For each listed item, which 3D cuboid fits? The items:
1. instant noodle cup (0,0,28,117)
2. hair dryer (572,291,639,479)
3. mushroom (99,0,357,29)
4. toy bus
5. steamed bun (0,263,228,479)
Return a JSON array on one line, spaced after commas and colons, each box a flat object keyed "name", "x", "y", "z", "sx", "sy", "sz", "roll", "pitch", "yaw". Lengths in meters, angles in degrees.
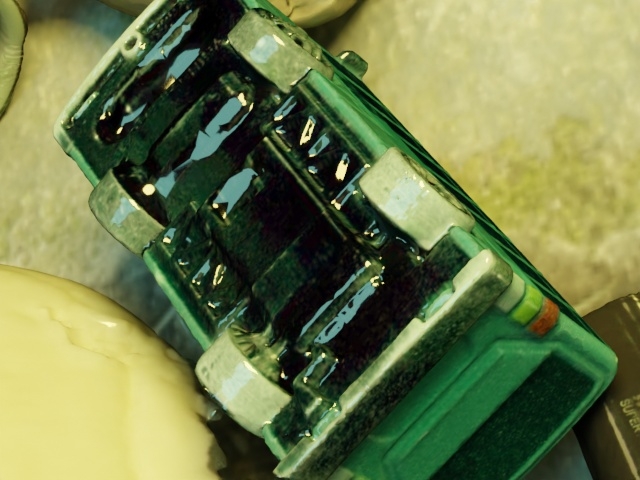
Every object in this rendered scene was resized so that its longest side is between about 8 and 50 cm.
[{"name": "instant noodle cup", "x": -0.302, "y": -0.136, "z": 1.011, "sx": 0.231, "sy": 0.243, "sz": 0.243, "roll": 45, "pitch": 104, "yaw": 21}, {"name": "hair dryer", "x": 0.073, "y": 0.214, "z": 0.776, "sx": 0.359, "sy": 0.120, "sz": 0.304, "roll": -34, "pitch": 59, "yaw": 9}, {"name": "mushroom", "x": -0.056, "y": -0.154, "z": 0.950, "sx": 0.247, "sy": 0.096, "sz": 0.108, "roll": 1, "pitch": 106, "yaw": 33}, {"name": "toy bus", "x": 0.000, "y": 0.000, "z": 0.833, "sx": 0.128, "sy": 0.147, "sz": 0.256, "roll": -47, "pitch": 45, "yaw": 8}, {"name": "steamed bun", "x": -0.196, "y": 0.174, "z": 0.840, "sx": 0.334, "sy": 0.312, "sz": 0.233, "roll": -97, "pitch": 19, "yaw": -51}]
